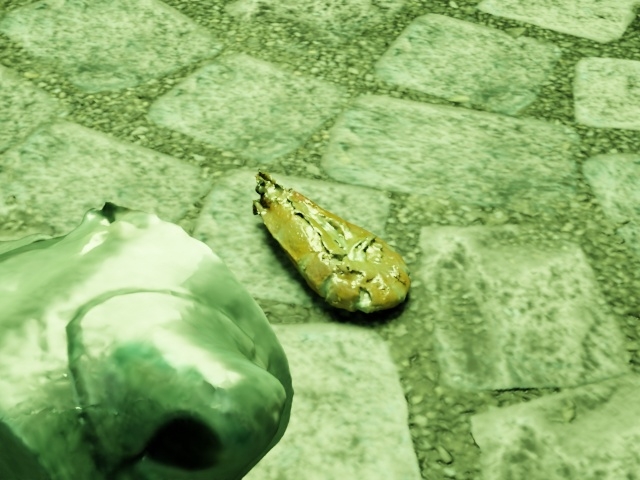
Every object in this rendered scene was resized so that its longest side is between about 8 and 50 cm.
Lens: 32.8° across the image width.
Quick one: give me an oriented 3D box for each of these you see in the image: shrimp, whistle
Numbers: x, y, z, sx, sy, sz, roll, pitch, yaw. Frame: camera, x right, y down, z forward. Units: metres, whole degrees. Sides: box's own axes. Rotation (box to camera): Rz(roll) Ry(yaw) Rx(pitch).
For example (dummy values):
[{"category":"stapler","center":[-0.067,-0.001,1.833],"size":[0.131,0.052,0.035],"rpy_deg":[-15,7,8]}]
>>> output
[{"category":"shrimp","center":[0.000,0.000,0.895],"size":[0.091,0.043,0.184],"rpy_deg":[-24,52,-40]},{"category":"whistle","center":[-0.197,0.072,0.668],"size":[0.404,0.188,0.168],"rpy_deg":[25,44,25]}]
